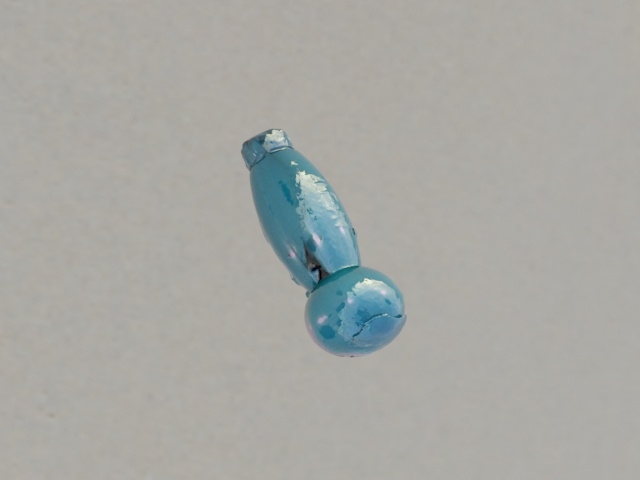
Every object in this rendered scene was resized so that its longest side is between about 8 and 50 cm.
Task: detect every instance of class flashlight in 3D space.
[{"bbox_3d":[0.000,0.000,0.921,0.051,0.051,0.129,11,48,-55],"label":"flashlight"}]
